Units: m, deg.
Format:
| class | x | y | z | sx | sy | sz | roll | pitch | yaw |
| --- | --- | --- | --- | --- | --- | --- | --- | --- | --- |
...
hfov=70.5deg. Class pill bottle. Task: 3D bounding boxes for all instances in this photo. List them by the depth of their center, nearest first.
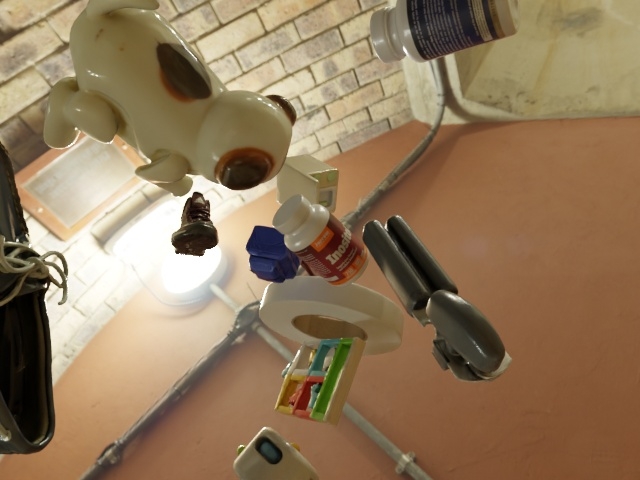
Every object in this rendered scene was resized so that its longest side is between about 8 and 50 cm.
| class | x | y | z | sx | sy | sz | roll | pitch | yaw |
| --- | --- | --- | --- | --- | --- | --- | --- | --- | --- |
| pill bottle | 0.152 | -0.281 | 0.570 | 0.170 | 0.094 | 0.094 | -5 | -134 | 34 |
| pill bottle | 0.000 | 0.000 | 0.708 | 0.086 | 0.152 | 0.086 | -36 | -151 | 24 |

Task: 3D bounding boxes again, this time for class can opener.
| class | x | y | z | sx | sy | sz | roll | pitch | yaw |
| --- | --- | --- | --- | --- | --- | --- | --- | --- | --- |
| can opener | 0.141 | 0.050 | 0.578 | 0.076 | 0.095 | 0.283 | -12 | -135 | -16 |

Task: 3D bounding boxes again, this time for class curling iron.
| class | x | y | z | sx | sy | sz | roll | pitch | yaw |
| --- | --- | --- | --- | --- | --- | --- | --- | --- | --- |
| curling iron | -0.067 | 0.076 | 1.633 | 0.035 | 0.068 | 0.274 | -41 | -122 | 19 |

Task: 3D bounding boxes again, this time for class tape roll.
| class | x | y | z | sx | sy | sz | roll | pitch | yaw |
| --- | --- | --- | --- | --- | --- | --- | --- | --- | --- |
| tape roll | 0.030 | 0.212 | 1.217 | 0.392 | 0.392 | 0.072 | -3 | -122 | 27 |

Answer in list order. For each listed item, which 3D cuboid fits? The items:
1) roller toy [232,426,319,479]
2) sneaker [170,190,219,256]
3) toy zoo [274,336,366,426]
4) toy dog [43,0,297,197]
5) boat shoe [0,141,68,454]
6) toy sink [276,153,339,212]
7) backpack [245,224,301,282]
| class | x | y | z | sx | sy | sz | roll | pitch | yaw |
| --- | --- | --- | --- | --- | --- | --- | --- | --- | --- |
| roller toy | -0.103 | 0.569 | 1.121 | 0.209 | 0.191 | 0.146 | 44 | -113 | 3 |
| sneaker | -0.313 | -0.056 | 1.127 | 0.281 | 0.107 | 0.162 | 158 | -61 | -64 |
| toy zoo | -0.017 | 0.328 | 1.084 | 0.293 | 0.030 | 0.192 | -24 | -144 | 56 |
| toy dog | -0.247 | -0.256 | 0.880 | 0.395 | 0.408 | 0.284 | -49 | -164 | 45 |
| boat shoe | -0.246 | 0.040 | 0.343 | 0.079 | 0.095 | 0.254 | 0 | -90 | 6 |
| toy sink | -0.028 | -0.164 | 1.440 | 0.131 | 0.152 | 0.234 | -15 | -147 | -30 |
| backpack | -0.095 | 0.035 | 0.920 | 0.098 | 0.120 | 0.101 | 16 | -111 | 18 |
